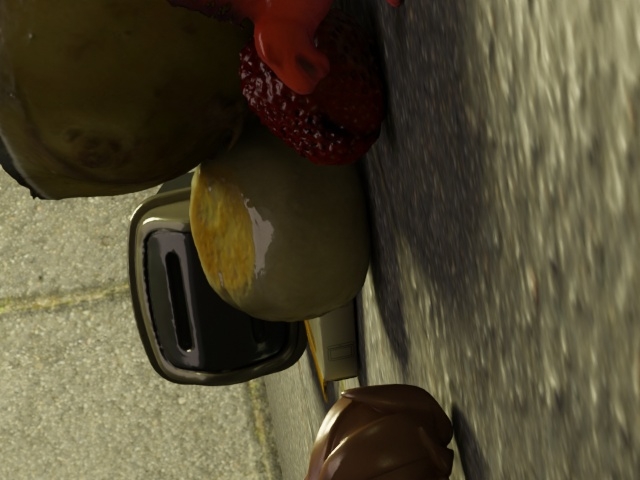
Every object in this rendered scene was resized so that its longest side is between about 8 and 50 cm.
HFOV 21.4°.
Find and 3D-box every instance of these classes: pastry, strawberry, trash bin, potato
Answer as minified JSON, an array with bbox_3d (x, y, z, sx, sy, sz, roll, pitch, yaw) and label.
[{"bbox_3d":[-0.029,-0.020,1.163,0.156,0.092,0.156,23,119,51],"label":"pastry"},{"bbox_3d":[0.000,-0.088,0.969,0.083,0.083,0.096,95,158,-70],"label":"strawberry"},{"bbox_3d":[-0.106,0.030,1.806,0.290,0.182,0.209,-96,-3,-77],"label":"trash bin"},{"bbox_3d":[-0.090,-0.153,1.068,0.246,0.196,0.299,-52,-31,-61],"label":"potato"}]

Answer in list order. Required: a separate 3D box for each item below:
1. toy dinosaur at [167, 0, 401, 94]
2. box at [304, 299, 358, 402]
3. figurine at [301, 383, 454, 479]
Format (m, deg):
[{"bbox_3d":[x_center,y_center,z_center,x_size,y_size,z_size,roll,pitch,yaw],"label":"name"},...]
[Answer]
[{"bbox_3d":[-0.044,-0.211,0.846,0.070,0.139,0.286,-125,27,-77],"label":"toy dinosaur"},{"bbox_3d":[0.000,0.000,1.339,0.129,0.033,0.247,-106,9,-46],"label":"box"},{"bbox_3d":[0.024,0.155,0.918,0.126,0.114,0.157,31,136,35],"label":"figurine"}]
